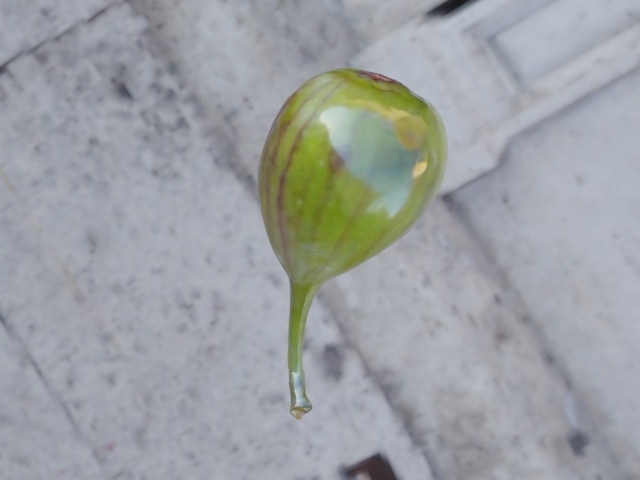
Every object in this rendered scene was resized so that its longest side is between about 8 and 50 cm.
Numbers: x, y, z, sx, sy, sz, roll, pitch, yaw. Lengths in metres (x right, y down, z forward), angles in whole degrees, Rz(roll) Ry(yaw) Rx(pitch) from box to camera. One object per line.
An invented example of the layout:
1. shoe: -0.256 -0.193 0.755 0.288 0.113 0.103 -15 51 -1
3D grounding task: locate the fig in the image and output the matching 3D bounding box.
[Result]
1. fig: -0.002 -0.005 0.811 0.093 0.093 0.166 33 81 -37
